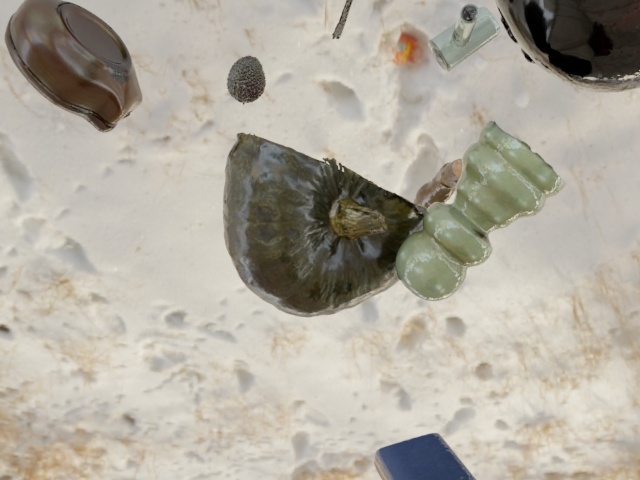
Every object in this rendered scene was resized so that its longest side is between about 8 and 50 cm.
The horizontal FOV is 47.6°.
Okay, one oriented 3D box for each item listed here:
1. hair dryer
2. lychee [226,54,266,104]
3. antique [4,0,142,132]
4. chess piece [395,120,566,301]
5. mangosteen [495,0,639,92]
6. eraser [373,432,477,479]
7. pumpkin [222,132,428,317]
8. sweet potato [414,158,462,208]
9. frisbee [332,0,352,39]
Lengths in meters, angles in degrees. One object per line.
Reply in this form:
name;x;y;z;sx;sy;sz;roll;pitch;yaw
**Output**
hair dryer;0.273;-0.402;1.352;0.131;0.073;0.236;-35;174;6
lychee;-0.120;-0.261;1.192;0.067;0.068;0.083;19;119;24
antique;-0.456;-0.341;1.364;0.129;0.223;0.278;-37;101;25
chess piece;0.197;-0.026;0.972;0.133;0.133;0.243;32;104;-33
mangosteen;0.365;-0.337;0.886;0.296;0.297;0.313;15;153;-17
eraser;0.121;0.265;0.766;0.082;0.225;0.036;-13;103;-10
pumpkin;0.000;0.000;1.043;0.324;0.232;0.242;18;180;-24
sweet potato;0.241;-0.103;1.508;0.059;0.067;0.281;34;159;-2
frisbee;0.060;-0.400;1.129;0.012;0.211;0.187;26;120;5
